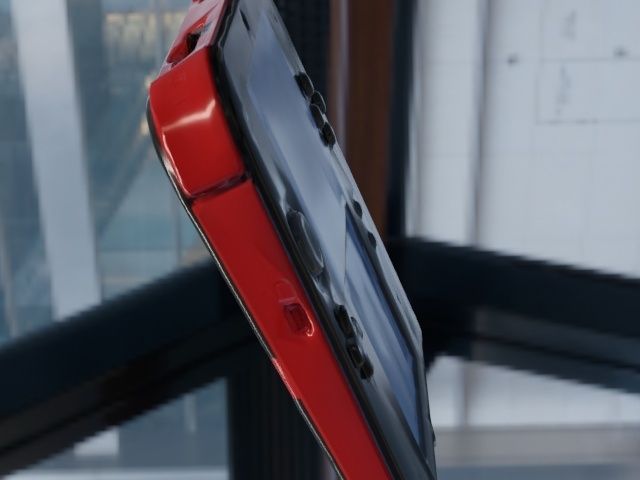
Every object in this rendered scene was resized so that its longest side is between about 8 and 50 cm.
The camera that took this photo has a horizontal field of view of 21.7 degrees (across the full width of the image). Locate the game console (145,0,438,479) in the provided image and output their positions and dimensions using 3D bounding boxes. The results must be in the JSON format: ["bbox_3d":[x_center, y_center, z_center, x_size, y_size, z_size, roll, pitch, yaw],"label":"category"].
[{"bbox_3d":[0.000,0.000,1.108,0.342,0.060,0.386,60,-169,-16],"label":"game console"}]
